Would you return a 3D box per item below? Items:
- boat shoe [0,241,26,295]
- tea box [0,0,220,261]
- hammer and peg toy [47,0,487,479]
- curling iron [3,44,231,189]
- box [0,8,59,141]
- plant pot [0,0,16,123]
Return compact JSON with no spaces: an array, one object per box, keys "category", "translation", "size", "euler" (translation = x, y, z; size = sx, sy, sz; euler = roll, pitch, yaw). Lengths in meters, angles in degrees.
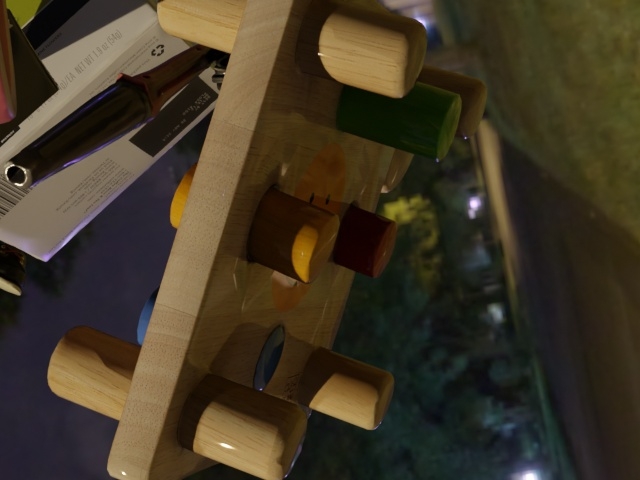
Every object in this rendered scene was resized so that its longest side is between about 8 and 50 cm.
[{"category":"boat shoe","translation":[-0.294,0.021,1.102],"size":[0.049,0.042,0.133],"euler":[36,171,-24]},{"category":"tea box","translation":[-0.346,-0.216,1.453],"size":[0.323,0.329,0.220],"euler":[49,-176,25]},{"category":"hammer and peg toy","translation":[0.000,0.000,0.690],"size":[0.361,0.127,0.265],"euler":[7,-79,-74]},{"category":"curling iron","translation":[-0.101,-0.088,0.725],"size":[0.274,0.068,0.035],"euler":[-39,-60,-56]},{"category":"box","translation":[-0.404,-0.099,1.139],"size":[0.103,0.184,0.261],"euler":[59,-135,-24]},{"category":"plant pot","translation":[-0.221,-0.101,0.478],"size":[0.201,0.180,0.201],"euler":[173,90,-79]}]
